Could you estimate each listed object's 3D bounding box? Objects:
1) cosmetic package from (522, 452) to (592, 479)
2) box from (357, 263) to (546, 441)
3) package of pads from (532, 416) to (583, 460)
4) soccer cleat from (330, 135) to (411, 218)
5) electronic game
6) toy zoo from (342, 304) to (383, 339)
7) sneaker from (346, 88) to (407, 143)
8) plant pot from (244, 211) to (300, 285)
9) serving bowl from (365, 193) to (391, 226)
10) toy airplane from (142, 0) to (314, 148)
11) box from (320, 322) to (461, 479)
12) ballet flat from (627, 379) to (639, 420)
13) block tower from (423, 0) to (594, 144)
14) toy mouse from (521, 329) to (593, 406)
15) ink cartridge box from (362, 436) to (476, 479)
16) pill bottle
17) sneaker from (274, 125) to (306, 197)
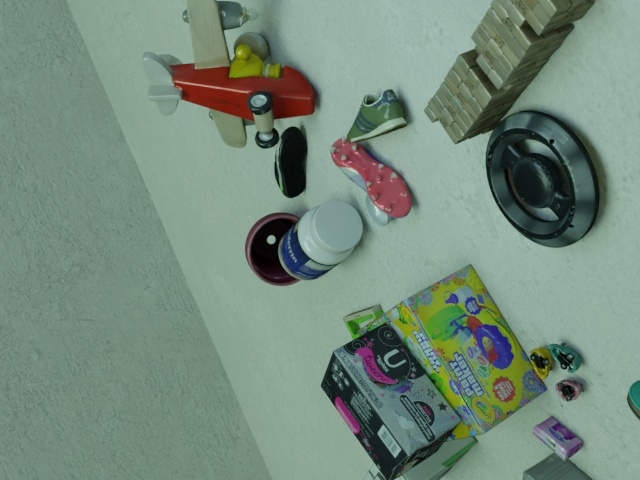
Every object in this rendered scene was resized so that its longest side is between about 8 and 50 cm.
[{"bbox_3d":[0.505,0.540,1.368,0.238,0.107,0.127,41,144,46],"label":"cosmetic package"},{"bbox_3d":[0.260,0.249,1.486,0.290,0.177,0.279,61,155,9],"label":"box"},{"bbox_3d":[0.457,0.380,1.373,0.083,0.050,0.032,39,139,44],"label":"package of pads"},{"bbox_3d":[0.114,-0.133,1.555,0.248,0.083,0.095,46,179,26],"label":"soccer cleat"},{"bbox_3d":[0.349,-0.096,1.142,0.229,0.048,0.229,46,149,38],"label":"electronic game"},{"bbox_3d":[0.171,0.320,1.899,0.293,0.030,0.192,63,155,3],"label":"toy zoo"},{"bbox_3d":[0.108,-0.256,1.458,0.192,0.064,0.086,-7,100,64],"label":"sneaker"},{"bbox_3d":[-0.125,0.010,2.023,0.180,0.201,0.201,-140,32,-69],"label":"plant pot"},{"bbox_3d":[0.136,-0.074,1.605,0.083,0.027,0.083,44,148,38],"label":"serving bowl"},{"bbox_3d":[-0.231,-0.404,1.732,0.384,0.272,0.386,39,149,-23],"label":"toy airplane"},{"bbox_3d":[0.135,0.320,1.421,0.247,0.142,0.163,51,150,25],"label":"box"},{"bbox_3d":[0.573,0.288,1.019,0.280,0.095,0.096,18,141,57],"label":"ballet flat"},{"bbox_3d":[0.274,-0.273,1.075,0.097,0.091,0.335,59,155,14],"label":"block tower"},{"bbox_3d":[0.445,0.236,1.285,0.143,0.031,0.161,3,116,63],"label":"toy mouse"},{"bbox_3d":[0.238,0.557,1.780,0.121,0.211,0.289,51,153,23],"label":"ink cartridge box"},{"bbox_3d":[0.000,0.000,1.792,0.153,0.153,0.264,62,154,6],"label":"pill bottle"},{"bbox_3d":[-0.096,-0.211,1.865,0.097,0.084,0.235,48,151,34],"label":"sneaker"}]
